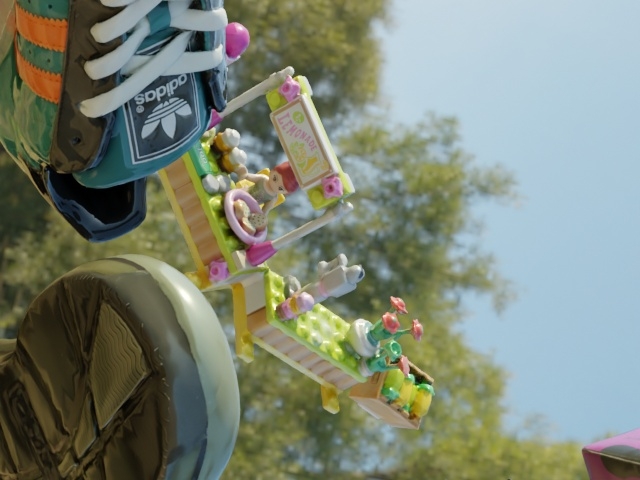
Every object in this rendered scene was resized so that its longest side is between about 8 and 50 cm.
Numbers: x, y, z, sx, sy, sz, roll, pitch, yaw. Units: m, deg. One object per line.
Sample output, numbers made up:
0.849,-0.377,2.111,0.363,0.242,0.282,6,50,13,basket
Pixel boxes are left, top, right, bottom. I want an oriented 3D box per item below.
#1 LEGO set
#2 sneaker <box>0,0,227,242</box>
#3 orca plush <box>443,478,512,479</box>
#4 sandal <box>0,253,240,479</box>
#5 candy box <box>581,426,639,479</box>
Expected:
0.000,0.000,0.771,0.107,0.287,0.132,-28,-168,26,LEGO set
-0.078,-0.099,0.565,0.121,0.108,0.302,60,-26,12,sneaker
0.204,0.262,1.322,0.151,0.102,0.287,-39,-159,-24,orca plush
-0.089,0.076,0.568,0.303,0.086,0.120,-24,-93,59,sandal
0.219,0.064,0.409,0.159,0.233,0.071,152,-80,-81,candy box
